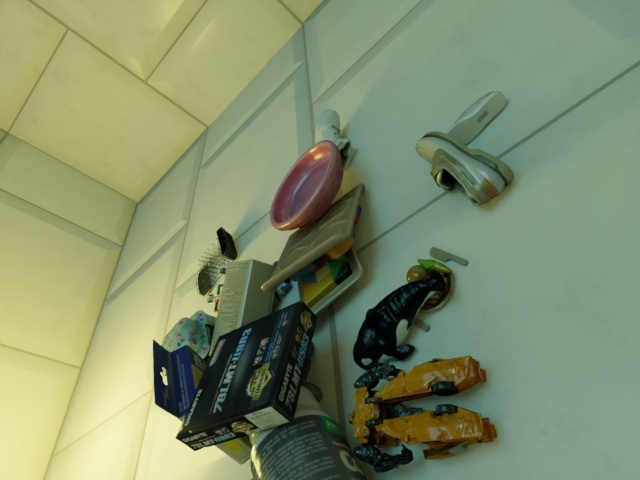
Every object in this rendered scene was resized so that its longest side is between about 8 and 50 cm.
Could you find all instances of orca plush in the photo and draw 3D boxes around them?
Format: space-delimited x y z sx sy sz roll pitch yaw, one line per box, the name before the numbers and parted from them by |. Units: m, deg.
orca plush | 0.152 0.176 0.955 0.287 0.102 0.151 -42 46 28

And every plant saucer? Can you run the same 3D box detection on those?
plant saucer | -0.038 -0.167 1.411 0.332 0.084 0.332 -40 31 30

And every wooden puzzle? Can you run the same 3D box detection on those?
wooden puzzle | 0.014 0.102 1.244 0.238 0.044 0.221 -45 25 15
wooden puzzle | 0.000 0.000 1.297 0.322 0.080 0.347 -34 16 29

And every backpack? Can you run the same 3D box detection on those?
backpack | -0.435 0.371 1.511 0.225 0.191 0.253 -49 29 13

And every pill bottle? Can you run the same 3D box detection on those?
pill bottle | -0.024 0.476 0.866 0.204 0.204 0.361 -52 34 7

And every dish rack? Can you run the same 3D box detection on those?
dish rack | -0.463 0.098 1.867 0.271 0.074 0.208 -49 33 12

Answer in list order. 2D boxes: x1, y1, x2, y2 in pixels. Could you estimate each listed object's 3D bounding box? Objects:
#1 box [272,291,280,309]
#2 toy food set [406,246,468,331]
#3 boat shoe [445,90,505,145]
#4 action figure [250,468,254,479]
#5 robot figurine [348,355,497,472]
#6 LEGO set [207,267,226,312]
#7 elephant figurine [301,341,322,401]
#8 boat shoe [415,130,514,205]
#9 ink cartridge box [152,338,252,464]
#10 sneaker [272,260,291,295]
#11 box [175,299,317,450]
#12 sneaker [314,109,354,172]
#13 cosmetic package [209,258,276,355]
box | -0.228 0.216 1.497 0.201 0.021 0.164 -46 42 16
toy food set | 0.241 0.103 0.991 0.192 0.039 0.132 -60 33 -4
boat shoe | 0.393 -0.318 1.135 0.184 0.066 0.063 -48 20 17
action figure | -0.128 0.523 1.096 0.137 0.063 0.232 0 66 48
robot figurine | 0.178 0.330 0.840 0.291 0.085 0.211 -28 43 36
LEGO set | -0.351 0.212 1.667 0.182 0.060 0.244 -52 45 7
elephant figurine | -0.090 0.318 1.163 0.240 0.185 0.169 -18 5 30
boat shoe | 0.319 -0.181 1.063 0.103 0.113 0.302 -48 35 3
ink cartridge box | -0.324 0.416 1.185 0.072 0.307 0.303 -39 28 -6
sneaker | -0.123 0.118 1.444 0.058 0.052 0.135 -35 47 19
box | -0.163 0.305 1.002 0.293 0.073 0.295 -26 27 26
sneaker | 0.060 -0.355 1.560 0.169 0.108 0.292 -7 67 48
cosmetic package | -0.245 0.226 1.394 0.160 0.113 0.309 -9 67 47
